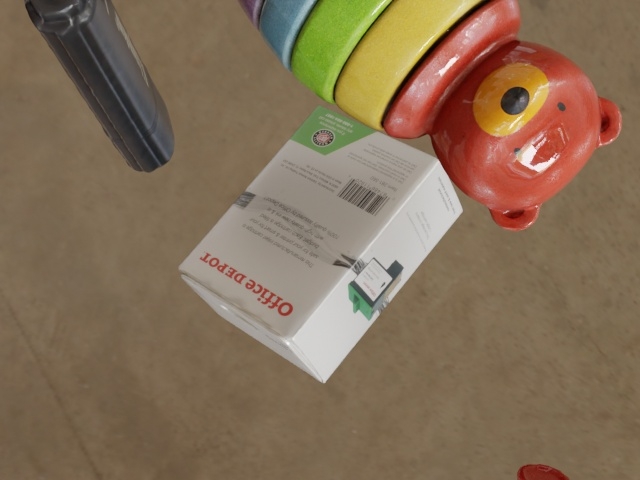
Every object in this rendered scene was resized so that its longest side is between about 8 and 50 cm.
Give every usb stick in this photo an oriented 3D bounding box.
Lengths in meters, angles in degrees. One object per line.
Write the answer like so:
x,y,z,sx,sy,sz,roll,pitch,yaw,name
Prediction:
-0.149,-0.123,0.833,0.045,0.278,0.077,-9,74,2,usb stick

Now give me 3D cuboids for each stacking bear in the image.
0.061,-0.138,0.775,0.175,0.164,0.289,-44,79,-4,stacking bear

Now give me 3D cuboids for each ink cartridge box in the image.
0.000,0.000,1.114,0.160,0.093,0.219,30,73,37,ink cartridge box

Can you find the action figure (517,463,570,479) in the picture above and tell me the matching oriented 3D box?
0.095,0.216,0.484,0.091,0.139,0.281,3,100,-9,action figure
